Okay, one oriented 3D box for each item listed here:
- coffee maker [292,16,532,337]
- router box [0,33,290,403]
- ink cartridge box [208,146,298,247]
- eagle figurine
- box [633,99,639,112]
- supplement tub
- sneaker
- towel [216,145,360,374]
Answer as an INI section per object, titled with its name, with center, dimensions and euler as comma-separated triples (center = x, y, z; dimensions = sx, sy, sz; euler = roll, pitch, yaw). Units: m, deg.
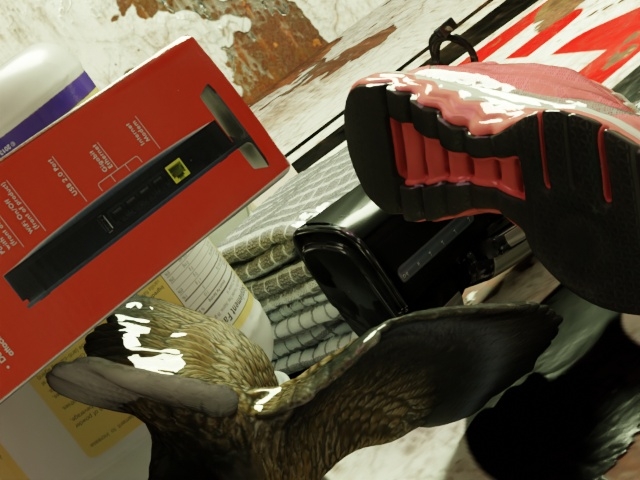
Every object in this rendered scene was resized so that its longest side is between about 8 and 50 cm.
[coffee maker]
center = 0.071, -0.028, 1.102
dimensions = 0.178, 0.171, 0.120
euler = -39, -7, -23
[router box]
center = -0.209, 0.067, 0.758
dimensions = 0.301, 0.082, 0.335
euler = -41, 5, -40
[ink cartridge box]
center = -0.149, 0.034, 1.619
dimensions = 0.273, 0.115, 0.198
euler = -44, 14, -33
[eagle figurine]
center = -0.024, 0.103, 0.842
dimensions = 0.225, 0.226, 0.298
euler = -53, 3, 42
[box]
center = 0.281, -0.086, 1.046
dimensions = 0.190, 0.045, 0.184
euler = -30, 16, 24
[supplement tub]
center = -0.184, 0.054, 1.110
dimensions = 0.241, 0.331, 0.241
euler = -34, 12, 8
[sneaker]
center = 0.155, -0.058, 0.937
dimensions = 0.136, 0.116, 0.314
euler = -27, 34, -31
[towel]
center = 0.000, 0.000, 1.320
dimensions = 0.283, 0.121, 0.235
euler = -23, 17, 49
